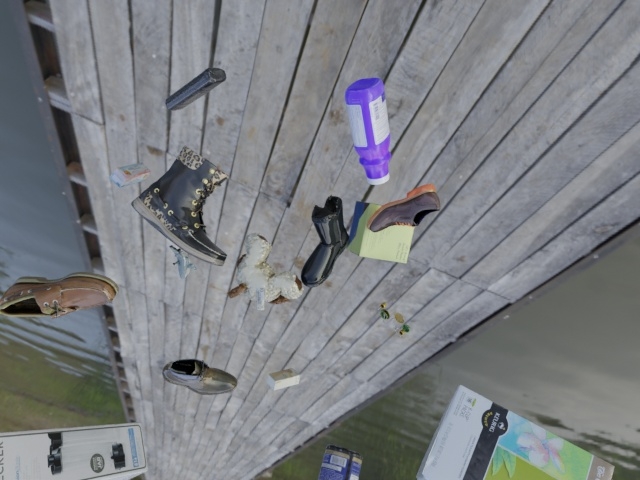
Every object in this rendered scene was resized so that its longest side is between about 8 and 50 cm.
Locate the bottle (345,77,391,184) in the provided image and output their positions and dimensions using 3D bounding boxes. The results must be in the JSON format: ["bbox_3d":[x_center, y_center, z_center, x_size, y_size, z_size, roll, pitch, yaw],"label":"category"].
[{"bbox_3d":[0.140,-0.292,1.131,0.092,0.118,0.283,8,132,30],"label":"bottle"}]

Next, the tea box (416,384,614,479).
[{"bbox_3d":[0.420,0.544,0.957,0.323,0.220,0.329,23,156,23],"label":"tea box"}]

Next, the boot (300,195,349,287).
[{"bbox_3d":[0.000,0.000,1.290,0.094,0.246,0.207,23,150,31],"label":"boot"}]

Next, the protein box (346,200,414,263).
[{"bbox_3d":[0.232,-0.033,1.567,0.201,0.200,0.136,9,-174,-19],"label":"protein box"}]

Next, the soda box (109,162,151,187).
[{"bbox_3d":[-0.784,-0.273,1.697,0.063,0.183,0.058,-41,98,17],"label":"soda box"}]

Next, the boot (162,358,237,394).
[{"bbox_3d":[-0.339,0.390,1.167,0.219,0.082,0.106,15,150,-14],"label":"boot"}]

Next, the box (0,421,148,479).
[{"bbox_3d":[-0.441,0.363,0.637,0.169,0.087,0.290,-29,153,12],"label":"box"}]

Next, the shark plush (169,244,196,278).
[{"bbox_3d":[-0.549,0.083,1.613,0.073,0.067,0.161,37,152,26],"label":"shark plush"}]

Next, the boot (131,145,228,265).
[{"bbox_3d":[-0.411,-0.118,1.379,0.377,0.284,0.138,36,177,11],"label":"boot"}]

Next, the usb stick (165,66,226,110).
[{"bbox_3d":[-0.387,-0.459,1.253,0.278,0.077,0.045,-7,106,45],"label":"usb stick"}]

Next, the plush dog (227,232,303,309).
[{"bbox_3d":[-0.206,0.137,1.370,0.262,0.210,0.225,48,167,7],"label":"plush dog"}]

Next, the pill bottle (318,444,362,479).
[{"bbox_3d":[0.049,0.767,1.272,0.122,0.219,0.123,14,148,9],"label":"pill bottle"}]

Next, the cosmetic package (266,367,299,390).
[{"bbox_3d":[-0.144,0.538,1.594,0.060,0.115,0.041,23,109,49],"label":"cosmetic package"}]

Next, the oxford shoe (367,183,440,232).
[{"bbox_3d":[0.270,-0.082,1.362,0.271,0.098,0.097,-32,154,36],"label":"oxford shoe"}]

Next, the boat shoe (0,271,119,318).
[{"bbox_3d":[-0.688,0.159,1.079,0.307,0.104,0.111,-6,125,10],"label":"boat shoe"}]

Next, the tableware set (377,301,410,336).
[{"bbox_3d":[0.291,0.317,1.647,0.154,0.024,0.104,52,142,15],"label":"tableware set"}]
